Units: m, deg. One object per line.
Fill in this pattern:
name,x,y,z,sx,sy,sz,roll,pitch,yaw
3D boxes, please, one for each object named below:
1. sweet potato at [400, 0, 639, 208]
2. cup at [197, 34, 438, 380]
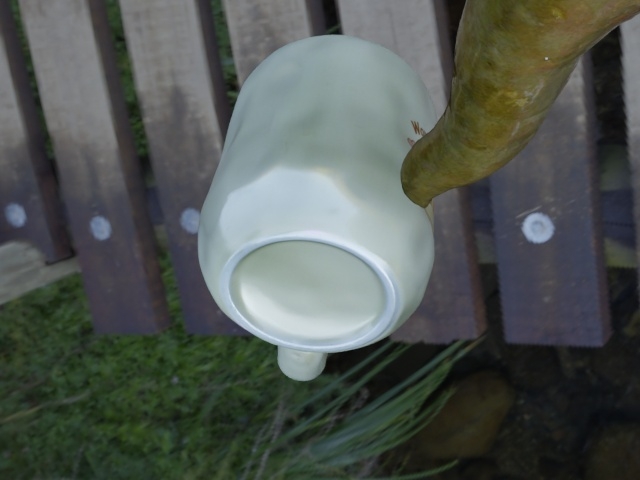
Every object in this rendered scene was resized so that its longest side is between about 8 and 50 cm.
sweet potato,0.080,-0.079,0.355,0.069,0.059,0.249,42,145,-6
cup,-0.017,-0.009,0.857,0.173,0.202,0.255,25,134,-16
